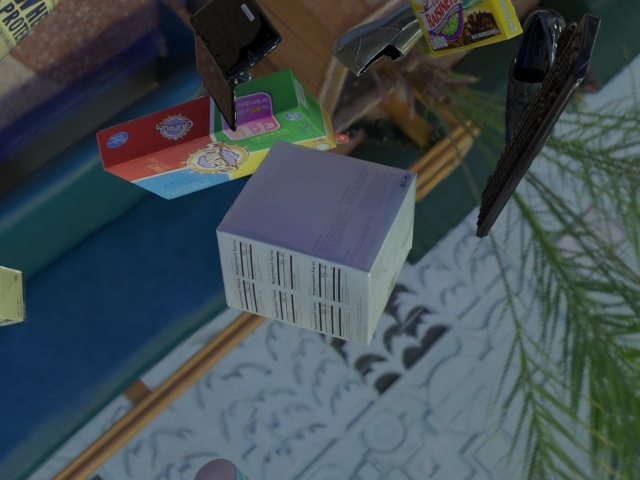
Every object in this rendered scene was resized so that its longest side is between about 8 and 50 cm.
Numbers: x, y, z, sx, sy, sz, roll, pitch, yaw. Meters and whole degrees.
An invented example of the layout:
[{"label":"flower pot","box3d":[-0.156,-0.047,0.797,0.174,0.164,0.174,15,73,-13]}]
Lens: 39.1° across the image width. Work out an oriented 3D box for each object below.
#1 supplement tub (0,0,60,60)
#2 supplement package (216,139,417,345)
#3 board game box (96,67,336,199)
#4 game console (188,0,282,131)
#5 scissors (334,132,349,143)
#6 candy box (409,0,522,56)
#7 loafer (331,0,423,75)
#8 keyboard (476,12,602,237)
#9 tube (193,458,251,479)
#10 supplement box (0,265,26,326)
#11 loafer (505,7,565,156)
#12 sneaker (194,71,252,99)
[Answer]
[{"label":"supplement tub","box3d":[-0.508,-0.434,1.394,0.316,0.228,0.228,-50,171,-12]},{"label":"supplement package","box3d":[0.000,0.000,1.188,0.149,0.203,0.194,89,22,-45]},{"label":"board game box","box3d":[-0.156,-0.161,1.438,0.317,0.064,0.242,-16,168,12]},{"label":"game console","box3d":[-0.091,-0.200,0.974,0.107,0.122,0.071,-38,142,7]},{"label":"scissors","box3d":[-0.041,-0.230,1.935,0.297,0.109,0.021,3,90,-61]},{"label":"candy box","box3d":[0.167,-0.283,1.092,0.027,0.105,0.206,-26,-168,-13]},{"label":"loafer","box3d":[0.147,-0.386,1.716,0.251,0.087,0.094,-27,171,-2]},{"label":"keyboard","box3d":[0.275,-0.160,1.158,0.317,0.033,0.201,112,4,-51]},{"label":"tube","box3d":[-0.062,0.297,0.950,0.052,0.080,0.207,-17,136,17]},{"label":"supplement box","box3d":[-0.508,0.086,1.405,0.056,0.083,0.083,-12,165,19]},{"label":"loafer","box3d":[0.301,-0.222,1.305,0.078,0.076,0.223,-17,118,-55]},{"label":"sneaker","box3d":[-0.123,-0.268,1.721,0.163,0.226,0.086,-84,-165,-44]}]
